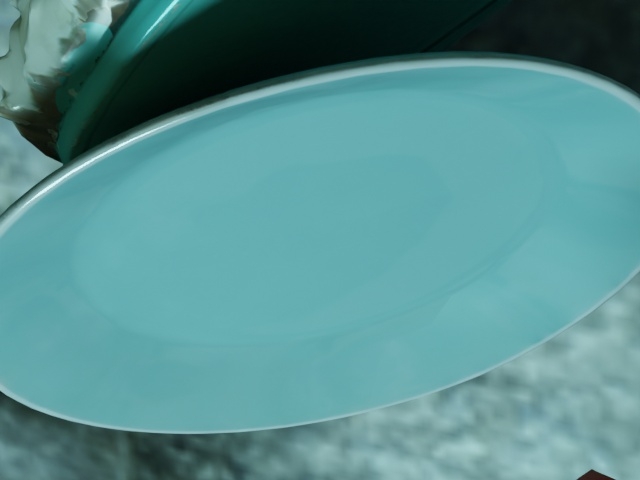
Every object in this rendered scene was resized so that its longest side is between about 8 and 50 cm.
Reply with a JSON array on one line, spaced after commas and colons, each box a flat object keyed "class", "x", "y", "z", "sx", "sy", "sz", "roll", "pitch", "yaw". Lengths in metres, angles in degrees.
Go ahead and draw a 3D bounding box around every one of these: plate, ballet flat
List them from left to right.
[{"class": "plate", "x": 0.000, "y": 0.000, "z": 0.501, "sx": 0.188, "sy": 0.188, "sz": 0.024, "roll": -36, "pitch": 56, "yaw": 35}, {"class": "ballet flat", "x": 0.069, "y": -0.163, "z": 0.411, "sx": 0.409, "sy": 0.147, "sz": 0.147, "roll": -36, "pitch": 94, "yaw": 32}]

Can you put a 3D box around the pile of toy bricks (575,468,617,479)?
[{"class": "pile of toy bricks", "x": 0.128, "y": 0.141, "z": 0.505, "sx": 0.105, "sy": 0.118, "sz": 0.212, "roll": 20, "pitch": 124, "yaw": 41}]
